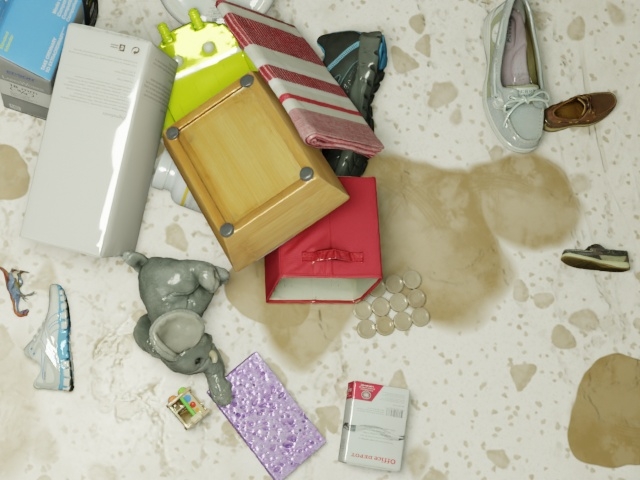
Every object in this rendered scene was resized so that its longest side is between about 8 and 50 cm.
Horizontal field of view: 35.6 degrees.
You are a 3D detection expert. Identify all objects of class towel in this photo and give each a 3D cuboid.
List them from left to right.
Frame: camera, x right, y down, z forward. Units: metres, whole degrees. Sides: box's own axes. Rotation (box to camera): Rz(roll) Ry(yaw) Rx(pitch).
[{"bbox_3d":[-0.040,-0.284,1.776,0.037,0.237,0.329,-44,65,24],"label":"towel"}]

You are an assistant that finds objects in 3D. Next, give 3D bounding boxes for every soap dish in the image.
[{"bbox_3d":[-0.122,-0.128,1.687,0.229,0.118,0.291,-33,67,4],"label":"soap dish"}]

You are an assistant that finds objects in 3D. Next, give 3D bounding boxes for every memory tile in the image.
[{"bbox_3d":[0.132,0.123,1.910,0.148,0.012,0.113,-11,81,-15],"label":"memory tile"}]

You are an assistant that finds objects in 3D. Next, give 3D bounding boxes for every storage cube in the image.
[{"bbox_3d":[0.000,0.000,1.807,0.184,0.215,0.193,1,72,-11],"label":"storage cube"}]

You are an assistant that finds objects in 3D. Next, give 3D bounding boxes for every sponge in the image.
[{"bbox_3d":[-0.099,0.319,1.809,0.117,0.031,0.210,-37,88,-17],"label":"sponge"}]

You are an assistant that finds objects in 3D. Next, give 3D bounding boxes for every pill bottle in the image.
[{"bbox_3d":[-0.211,-0.101,1.837,0.184,0.103,0.103,21,75,-7],"label":"pill bottle"}]

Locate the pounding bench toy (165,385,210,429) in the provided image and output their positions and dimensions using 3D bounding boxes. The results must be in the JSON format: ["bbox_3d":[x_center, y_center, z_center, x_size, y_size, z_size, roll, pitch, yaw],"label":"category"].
[{"bbox_3d":[-0.235,0.292,1.758,0.052,0.083,0.065,-40,89,-16],"label":"pounding bench toy"}]

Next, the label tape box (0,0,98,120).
[{"bbox_3d":[-0.471,-0.372,1.718,0.106,0.334,0.240,19,75,-7],"label":"label tape box"}]

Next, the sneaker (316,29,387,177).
[{"bbox_3d":[0.034,-0.245,1.931,0.140,0.125,0.341,9,75,14],"label":"sneaker"}]

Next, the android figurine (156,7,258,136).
[{"bbox_3d":[-0.207,-0.289,1.842,0.248,0.056,0.273,-22,108,2],"label":"android figurine"}]

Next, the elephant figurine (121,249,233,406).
[{"bbox_3d":[-0.246,0.156,1.738,0.186,0.169,0.239,5,79,15],"label":"elephant figurine"}]

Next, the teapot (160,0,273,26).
[{"bbox_3d":[-0.191,-0.515,1.894,0.256,0.187,0.252,42,102,-18],"label":"teapot"}]

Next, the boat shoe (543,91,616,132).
[{"bbox_3d":[0.538,-0.269,2.055,0.178,0.060,0.064,-17,82,-15],"label":"boat shoe"}]

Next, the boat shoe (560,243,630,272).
[{"bbox_3d":[0.550,0.031,2.001,0.152,0.056,0.049,11,71,-20],"label":"boat shoe"}]

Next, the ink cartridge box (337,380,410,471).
[{"bbox_3d":[0.097,0.341,1.829,0.109,0.063,0.150,11,77,-10],"label":"ink cartridge box"}]

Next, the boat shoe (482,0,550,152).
[{"bbox_3d":[0.397,-0.337,2.017,0.118,0.103,0.320,1,78,-12],"label":"boat shoe"}]

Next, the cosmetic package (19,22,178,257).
[{"bbox_3d":[-0.372,-0.162,1.712,0.155,0.197,0.365,14,90,5],"label":"cosmetic package"}]

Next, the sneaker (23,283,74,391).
[{"bbox_3d":[-0.477,0.170,1.742,0.083,0.071,0.190,-3,79,-7],"label":"sneaker"}]

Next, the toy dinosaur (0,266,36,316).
[{"bbox_3d":[-0.539,0.093,1.770,0.090,0.047,0.082,9,84,24],"label":"toy dinosaur"}]
